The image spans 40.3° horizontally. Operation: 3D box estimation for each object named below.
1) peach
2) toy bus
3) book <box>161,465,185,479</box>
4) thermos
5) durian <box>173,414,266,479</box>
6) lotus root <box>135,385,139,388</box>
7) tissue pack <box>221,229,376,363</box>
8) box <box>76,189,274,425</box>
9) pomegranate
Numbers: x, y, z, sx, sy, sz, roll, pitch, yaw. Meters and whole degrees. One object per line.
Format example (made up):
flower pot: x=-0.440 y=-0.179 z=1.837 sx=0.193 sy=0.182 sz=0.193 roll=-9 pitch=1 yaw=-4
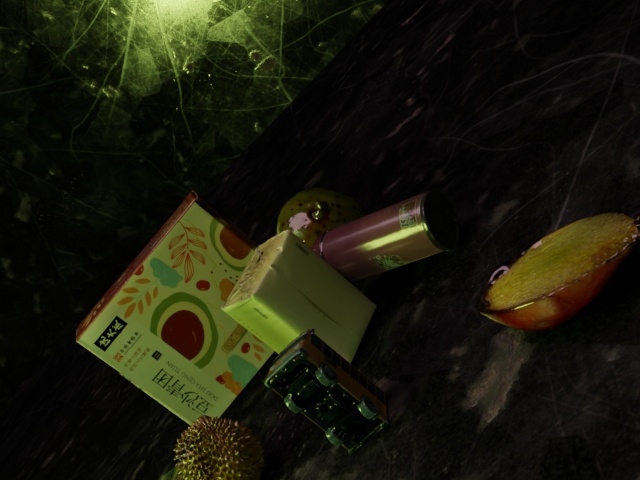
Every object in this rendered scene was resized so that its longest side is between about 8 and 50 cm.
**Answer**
peach: x=0.319 y=0.043 z=1.122 sx=0.189 sy=0.068 sz=0.279 roll=-50 pitch=13 yaw=-29
toy bus: x=0.011 y=0.222 z=1.316 sx=0.091 sy=0.182 sz=0.103 roll=-43 pitch=16 yaw=20
book: x=-0.261 y=0.474 z=1.729 sx=0.228 sy=0.024 sz=0.160 roll=-42 pitch=16 yaw=26
thermos: x=0.094 y=0.009 z=1.601 sx=0.330 sy=0.110 sz=0.136 roll=-21 pitch=-3 yaw=37
durian: x=-0.173 y=0.380 z=1.503 sx=0.158 sy=0.168 sz=0.137 roll=-28 pitch=4 yaw=11
lotus root: x=-0.333 y=0.215 z=2.160 sx=0.179 sy=0.196 sz=0.397 roll=-12 pitch=40 yaw=47
tissue pack: x=-0.036 y=0.119 z=1.556 sx=0.125 sy=0.234 sz=0.159 roll=-25 pitch=29 yaw=50
box: x=-0.258 y=0.152 z=1.852 sx=0.385 sy=0.344 sz=0.122 roll=-50 pitch=18 yaw=-2
pomegranate: x=-0.013 y=-0.001 z=1.831 sx=0.246 sy=0.198 sz=0.198 roll=-32 pitch=24 yaw=50
